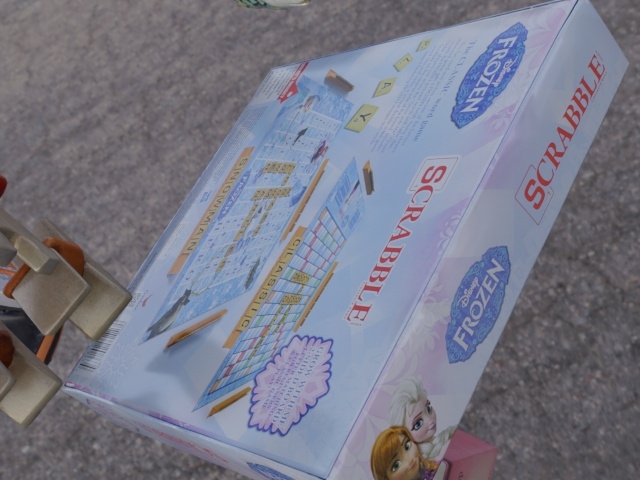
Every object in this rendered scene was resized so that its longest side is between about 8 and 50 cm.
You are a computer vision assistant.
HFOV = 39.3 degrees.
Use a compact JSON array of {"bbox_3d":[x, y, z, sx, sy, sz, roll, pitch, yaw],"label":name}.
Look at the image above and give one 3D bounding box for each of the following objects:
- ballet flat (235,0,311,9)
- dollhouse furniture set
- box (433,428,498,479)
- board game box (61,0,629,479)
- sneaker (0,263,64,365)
[{"bbox_3d":[-0.002,-0.243,0.793,0.188,0.070,0.070,-21,35,23],"label":"ballet flat"},{"bbox_3d":[-0.276,0.058,0.502,0.135,0.262,0.259,40,92,18],"label":"dollhouse furniture set"},{"bbox_3d":[0.183,0.411,1.525,0.127,0.232,0.148,19,99,36],"label":"box"},{"bbox_3d":[0.000,0.000,0.596,0.318,0.066,0.318,2,56,53],"label":"board game box"},{"bbox_3d":[-0.420,0.081,0.871,0.321,0.180,0.124,16,16,-5],"label":"sneaker"}]
